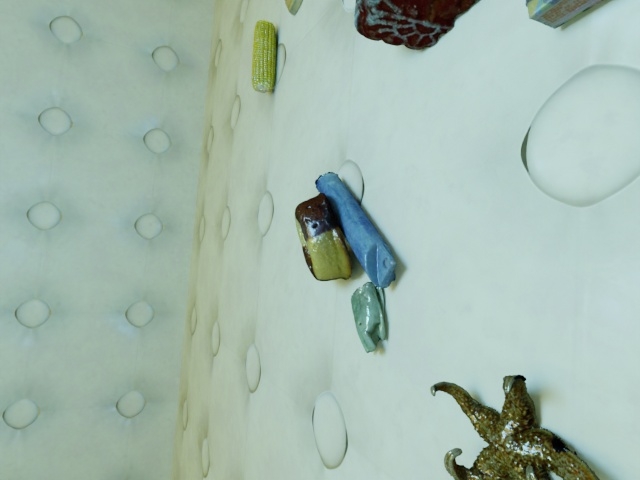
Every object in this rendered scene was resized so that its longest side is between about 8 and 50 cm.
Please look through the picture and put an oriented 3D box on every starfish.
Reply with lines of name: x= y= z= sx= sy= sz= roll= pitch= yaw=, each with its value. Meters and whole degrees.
starfish: x=0.208 y=0.217 z=0.434 sx=0.190 sy=0.074 sz=0.146 roll=-18 pitch=70 yaw=60

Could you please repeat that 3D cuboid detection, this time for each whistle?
whistle: x=0.064 y=-0.034 z=0.772 sx=0.062 sy=0.062 sz=0.304 roll=-66 pitch=33 yaw=31

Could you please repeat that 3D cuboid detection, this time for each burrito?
burrito: x=0.087 y=0.139 z=0.716 sx=0.074 sy=0.044 sz=0.118 roll=-40 pitch=46 yaw=48

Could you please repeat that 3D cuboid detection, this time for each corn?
corn: x=-0.189 y=-0.617 z=1.350 sx=0.081 sy=0.081 sz=0.248 roll=-15 pitch=71 yaw=61

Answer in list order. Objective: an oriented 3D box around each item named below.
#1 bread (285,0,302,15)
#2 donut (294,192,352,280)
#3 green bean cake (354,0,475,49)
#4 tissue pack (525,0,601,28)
bread: x=-0.081 y=-0.744 z=1.221 sx=0.070 sy=0.035 sz=0.083 roll=-36 pitch=60 yaw=55
donut: x=0.000 y=0.000 z=0.809 sx=0.166 sy=0.073 sz=0.184 roll=134 pitch=119 yaw=-80
green bean cake: x=0.159 y=-0.395 z=0.596 sx=0.233 sy=0.198 sz=0.097 roll=125 pitch=152 yaw=-68
tissue pack: x=0.288 y=-0.307 z=0.403 sx=0.148 sy=0.060 sz=0.109 roll=-17 pitch=70 yaw=59
